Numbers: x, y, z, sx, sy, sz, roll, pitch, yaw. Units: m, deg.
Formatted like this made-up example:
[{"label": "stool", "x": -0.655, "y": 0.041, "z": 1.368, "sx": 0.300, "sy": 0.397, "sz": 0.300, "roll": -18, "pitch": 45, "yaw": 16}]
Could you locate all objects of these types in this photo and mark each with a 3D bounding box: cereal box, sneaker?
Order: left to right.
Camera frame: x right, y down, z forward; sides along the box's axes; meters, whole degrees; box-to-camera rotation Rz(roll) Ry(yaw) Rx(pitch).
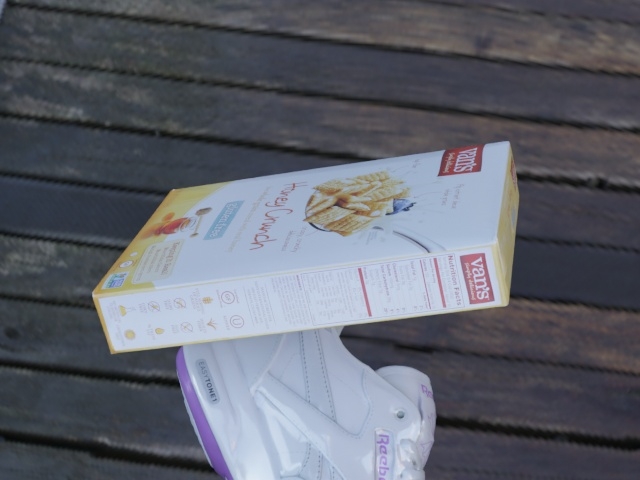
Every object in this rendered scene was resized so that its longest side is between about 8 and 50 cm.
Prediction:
[{"label": "cereal box", "x": 0.000, "y": 0.000, "z": 0.783, "sx": 0.240, "sy": 0.173, "sz": 0.047, "roll": -9, "pitch": 111, "yaw": 14}, {"label": "sneaker", "x": 0.024, "y": 0.160, "z": 0.779, "sx": 0.152, "sy": 0.114, "sz": 0.305, "roll": -24, "pitch": 66, "yaw": -8}]
